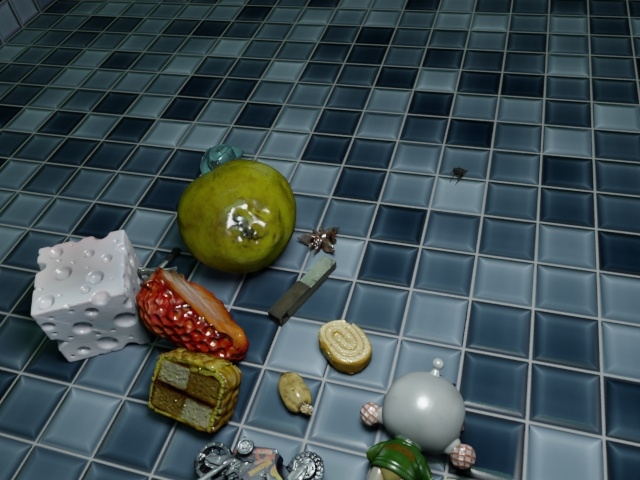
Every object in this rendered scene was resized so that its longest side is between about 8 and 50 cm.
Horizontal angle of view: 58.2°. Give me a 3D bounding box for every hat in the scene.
[{"bbox_3d":[-0.363,-0.307,2.100,0.138,0.078,0.191,11,50,15],"label":"hat"}]

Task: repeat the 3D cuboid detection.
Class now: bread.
[{"bbox_3d":[-0.312,0.362,1.422,0.222,0.096,0.181,13,96,20],"label":"bread"},{"bbox_3d":[0.067,0.278,1.511,0.122,0.073,0.149,-24,51,-21],"label":"bread"}]

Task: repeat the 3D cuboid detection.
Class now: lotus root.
[{"bbox_3d":[-0.063,0.381,1.437,0.072,0.063,0.152,-20,44,-24],"label":"lotus root"}]

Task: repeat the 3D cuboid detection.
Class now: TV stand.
[{"bbox_3d":[-0.049,0.141,1.669,0.049,0.040,0.256,26,56,30],"label":"TV stand"}]

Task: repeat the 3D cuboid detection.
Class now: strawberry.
[{"bbox_3d":[-0.350,0.222,1.539,0.336,0.265,0.149,40,92,16],"label":"strawberry"}]

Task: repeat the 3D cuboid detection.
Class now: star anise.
[{"bbox_3d":[-0.010,-0.004,1.785,0.129,0.056,0.124,4,49,11],"label":"star anise"}]

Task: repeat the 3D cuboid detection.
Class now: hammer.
[{"bbox_3d":[-0.457,0.062,1.733,0.103,0.029,0.246,5,15,2],"label":"hammer"}]

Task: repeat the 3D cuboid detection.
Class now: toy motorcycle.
[{"bbox_3d":[-0.147,0.540,1.276,0.307,0.108,0.173,0,53,11],"label":"toy motorcycle"}]

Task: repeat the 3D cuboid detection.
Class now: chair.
[{"bbox_3d":[0.464,-0.230,1.936,0.037,0.042,0.086,26,56,23],"label":"chair"}]

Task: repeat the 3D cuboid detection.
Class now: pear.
[{"bbox_3d":[-0.242,-0.068,1.697,0.352,0.352,0.413,-19,30,-10],"label":"pear"}]

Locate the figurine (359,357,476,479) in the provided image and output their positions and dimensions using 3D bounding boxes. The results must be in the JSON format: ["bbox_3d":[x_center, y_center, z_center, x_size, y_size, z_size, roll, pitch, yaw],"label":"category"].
[{"bbox_3d":[0.199,0.443,1.278,0.281,0.167,0.370,18,61,28],"label":"figurine"}]

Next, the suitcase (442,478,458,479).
[{"bbox_3d":[0.170,0.629,1.053,0.339,0.194,0.351,-4,69,3],"label":"suitcase"}]

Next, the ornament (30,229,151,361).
[{"bbox_3d":[-0.625,0.154,1.605,0.240,0.239,0.239,-14,48,-5],"label":"ornament"}]
